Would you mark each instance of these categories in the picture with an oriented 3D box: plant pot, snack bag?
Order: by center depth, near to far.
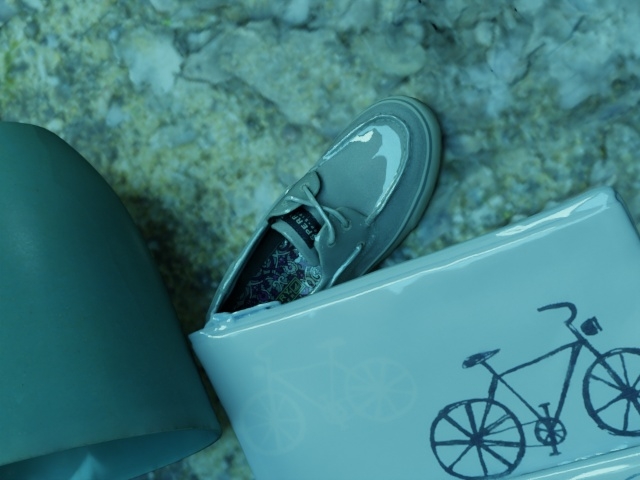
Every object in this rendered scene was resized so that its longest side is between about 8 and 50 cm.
[{"bbox_3d":[0.112,0.160,1.053,0.323,0.037,0.342,-19,97,22],"label":"snack bag"},{"bbox_3d":[-0.237,0.059,1.110,0.293,0.293,0.235,-21,76,22],"label":"plant pot"}]

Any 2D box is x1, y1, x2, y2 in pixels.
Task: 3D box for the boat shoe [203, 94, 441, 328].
[{"bbox_3d":[-0.001,0.000,1.109,0.079,0.081,0.227,40,106,17],"label":"boat shoe"}]
